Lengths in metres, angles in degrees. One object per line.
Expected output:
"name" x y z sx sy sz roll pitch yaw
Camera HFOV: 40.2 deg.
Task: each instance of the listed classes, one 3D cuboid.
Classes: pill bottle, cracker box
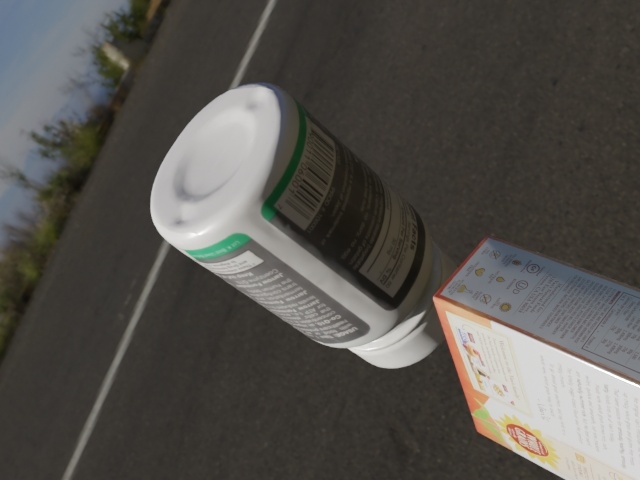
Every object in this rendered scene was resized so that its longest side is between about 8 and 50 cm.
"pill bottle" 0.000 0.000 1.012 0.204 0.361 0.204 -27 44 28
"cracker box" 0.192 0.102 0.528 0.232 0.155 0.067 24 59 40
